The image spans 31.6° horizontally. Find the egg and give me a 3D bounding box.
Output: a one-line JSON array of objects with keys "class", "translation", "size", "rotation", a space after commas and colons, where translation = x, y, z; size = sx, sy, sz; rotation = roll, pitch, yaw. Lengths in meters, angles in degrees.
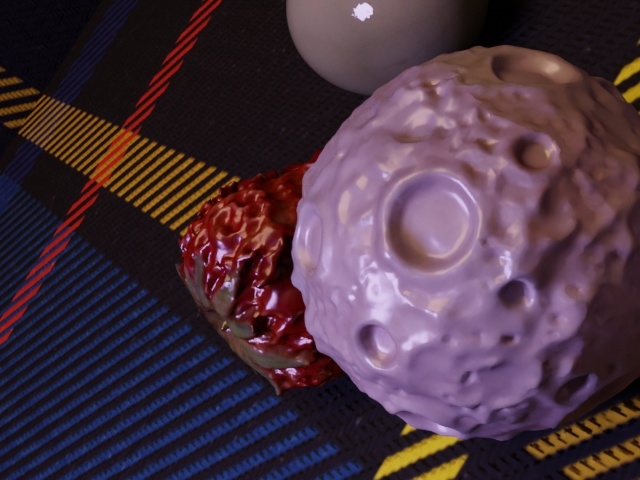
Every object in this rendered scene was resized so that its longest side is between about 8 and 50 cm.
[{"class": "egg", "translation": [0.061, -0.234, 1.117], "size": [0.242, 0.186, 0.186], "rotation": [-5, 56, 61]}]

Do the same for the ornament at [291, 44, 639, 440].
[{"class": "ornament", "translation": [0.114, 0.009, 0.728], "size": [0.259, 0.259, 0.225], "rotation": [-43, 69, 23]}]

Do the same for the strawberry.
[{"class": "strawberry", "translation": [0.000, 0.000, 1.001], "size": [0.244, 0.205, 0.205], "rotation": [-42, 25, -16]}]
